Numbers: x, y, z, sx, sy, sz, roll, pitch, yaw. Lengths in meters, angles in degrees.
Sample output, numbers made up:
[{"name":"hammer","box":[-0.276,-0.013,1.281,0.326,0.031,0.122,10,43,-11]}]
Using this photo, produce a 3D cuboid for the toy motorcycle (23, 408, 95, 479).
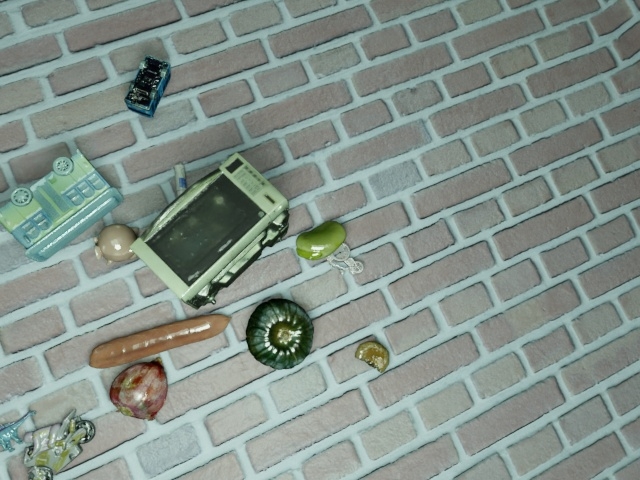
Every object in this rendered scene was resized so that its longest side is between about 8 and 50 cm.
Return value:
[{"name":"toy motorcycle","box":[-0.759,0.577,1.477,0.152,0.073,0.225,41,77,3]}]

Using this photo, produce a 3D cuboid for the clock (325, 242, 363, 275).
[{"name":"clock","box":[0.080,0.069,1.718,0.129,0.041,0.087,43,72,6]}]

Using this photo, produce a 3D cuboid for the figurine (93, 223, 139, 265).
[{"name":"figurine","box":[-0.614,0.010,1.588,0.138,0.125,0.125,-10,81,-23]}]

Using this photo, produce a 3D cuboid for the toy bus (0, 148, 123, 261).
[{"name":"toy bus","box":[-0.777,-0.101,1.563,0.312,0.152,0.190,-42,88,-14]}]

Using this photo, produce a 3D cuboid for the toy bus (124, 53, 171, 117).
[{"name":"toy bus","box":[-0.556,-0.492,1.693,0.090,0.106,0.184,21,72,-8]}]

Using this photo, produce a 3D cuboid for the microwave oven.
[{"name":"microwave oven","box":[-0.297,-0.007,1.525,0.247,0.333,0.394,44,77,5]}]

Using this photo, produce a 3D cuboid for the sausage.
[{"name":"sausage","box":[-0.477,0.296,1.566,0.433,0.088,0.087,-16,82,-11]}]

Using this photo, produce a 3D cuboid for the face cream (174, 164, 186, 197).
[{"name":"face cream","box":[-0.450,-0.178,1.686,0.034,0.034,0.130,-5,80,-10]}]

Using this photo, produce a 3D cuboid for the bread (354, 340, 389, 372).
[{"name":"bread","box":[0.169,0.364,1.666,0.113,0.060,0.082,35,77,-3]}]

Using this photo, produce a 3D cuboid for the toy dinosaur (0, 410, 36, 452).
[{"name":"toy dinosaur","box":[-0.890,0.556,1.476,0.197,0.045,0.080,-36,73,-20]}]

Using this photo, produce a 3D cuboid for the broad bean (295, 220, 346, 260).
[{"name":"broad bean","box":[0.000,0.000,1.685,0.175,0.082,0.124,-28,45,-7]}]

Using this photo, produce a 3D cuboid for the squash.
[{"name":"squash","box":[-0.121,0.282,1.580,0.218,0.172,0.218,10,75,-39]}]

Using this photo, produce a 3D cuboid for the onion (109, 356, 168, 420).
[{"name":"onion","box":[-0.512,0.416,1.518,0.160,0.159,0.194,26,47,-3]}]
